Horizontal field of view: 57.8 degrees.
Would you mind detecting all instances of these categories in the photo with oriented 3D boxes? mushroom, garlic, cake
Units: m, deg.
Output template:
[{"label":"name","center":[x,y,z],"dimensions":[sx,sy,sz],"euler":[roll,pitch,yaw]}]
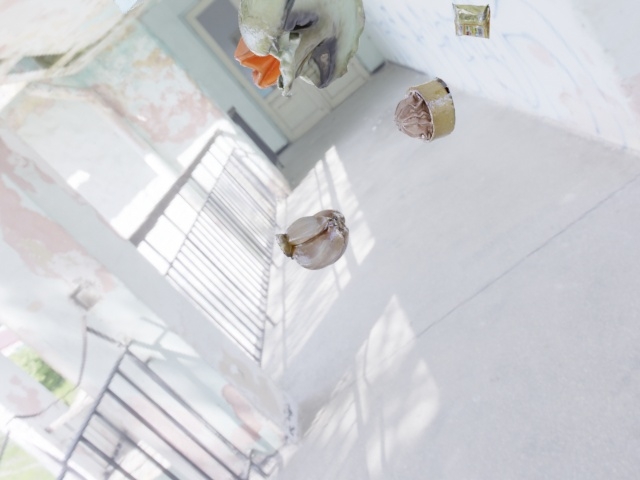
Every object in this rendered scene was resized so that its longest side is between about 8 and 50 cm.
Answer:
[{"label":"mushroom","center":[-0.037,-0.368,0.982],"dimensions":[0.247,0.130,0.344],"euler":[-62,-15,21]},{"label":"garlic","center":[0.000,0.000,1.661],"dimensions":[0.191,0.160,0.214],"euler":[-18,-3,20]},{"label":"cake","center":[0.314,-0.403,1.843],"dimensions":[0.178,0.185,0.207],"euler":[-14,44,-3]}]

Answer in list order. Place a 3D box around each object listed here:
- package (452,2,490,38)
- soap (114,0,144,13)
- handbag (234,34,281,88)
[{"label":"package","center":[0.444,-0.643,1.697],"dimensions":[0.121,0.108,0.031],"euler":[18,56,31]},{"label":"soap","center":[-0.300,-0.504,0.986],"dimensions":[0.091,0.145,0.230],"euler":[-6,41,40]},{"label":"handbag","center":[-0.049,-0.595,1.507],"dimensions":[0.304,0.116,0.409],"euler":[-13,49,29]}]
